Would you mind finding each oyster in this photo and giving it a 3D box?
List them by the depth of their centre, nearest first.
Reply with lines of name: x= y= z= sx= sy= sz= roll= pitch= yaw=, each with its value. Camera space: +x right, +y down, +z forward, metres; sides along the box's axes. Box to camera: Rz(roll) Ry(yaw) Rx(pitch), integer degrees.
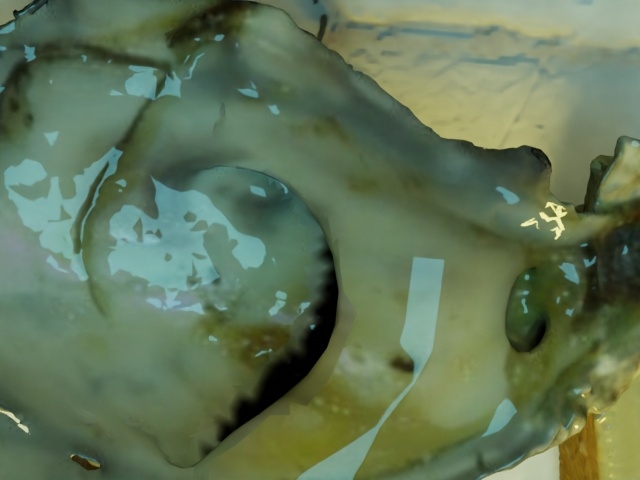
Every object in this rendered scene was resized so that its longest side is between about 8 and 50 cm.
oyster: x=-0.029 y=0.017 z=0.580 sx=0.271 sy=0.100 sz=0.275 roll=43 pitch=88 yaw=-8

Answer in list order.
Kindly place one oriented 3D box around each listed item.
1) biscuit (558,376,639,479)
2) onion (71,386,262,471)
biscuit: x=0.132 y=0.078 z=0.685 sx=0.056 sy=0.052 sz=0.188 roll=-15 pitch=119 yaw=-13
onion: x=-0.050 y=0.099 z=0.658 sx=0.119 sy=0.118 sz=0.117 roll=36 pitch=107 yaw=-19
